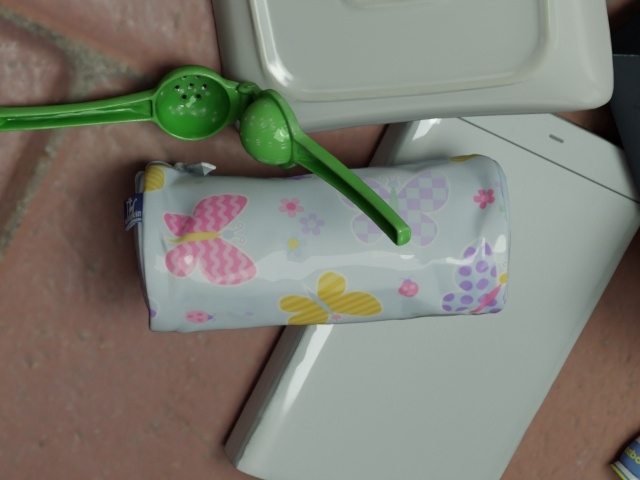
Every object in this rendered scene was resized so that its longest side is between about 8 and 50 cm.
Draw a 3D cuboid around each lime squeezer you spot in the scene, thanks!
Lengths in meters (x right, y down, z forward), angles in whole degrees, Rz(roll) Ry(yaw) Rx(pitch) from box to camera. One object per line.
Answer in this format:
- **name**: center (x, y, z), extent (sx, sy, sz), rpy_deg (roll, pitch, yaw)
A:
- **lime squeezer**: center (-0.066, -0.076, 1.052), extent (0.310, 0.110, 0.058), rpy_deg (17, 114, 17)

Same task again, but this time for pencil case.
- **pencil case**: center (0.000, 0.000, 1.102), extent (0.273, 0.124, 0.113), rpy_deg (-1, 141, -4)

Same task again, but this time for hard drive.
- **hard drive**: center (0.101, 0.055, 1.235), extent (0.233, 0.047, 0.353), rpy_deg (22, 101, -28)

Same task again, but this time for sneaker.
- **sneaker**: center (0.327, 0.215, 1.385), extent (0.144, 0.053, 0.059), rpy_deg (29, 96, -29)

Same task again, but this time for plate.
- **plate**: center (0.049, -0.200, 1.044), extent (0.278, 0.045, 0.277), rpy_deg (-4, 116, 11)

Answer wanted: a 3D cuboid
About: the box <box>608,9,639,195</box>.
- **box**: center (0.309, -0.118, 1.195), extent (0.158, 0.093, 0.156), rpy_deg (-41, 122, -29)
